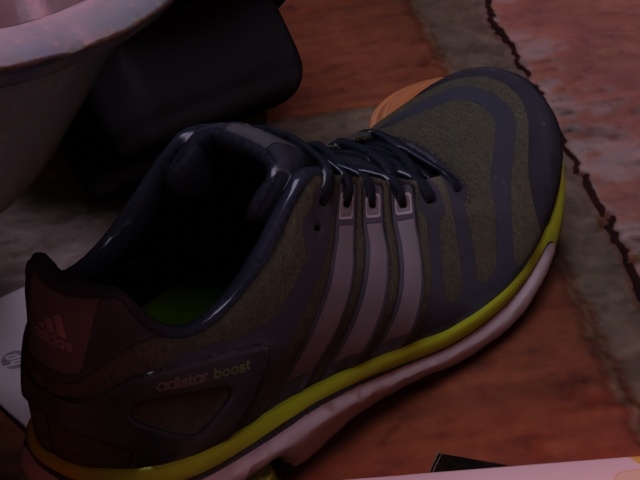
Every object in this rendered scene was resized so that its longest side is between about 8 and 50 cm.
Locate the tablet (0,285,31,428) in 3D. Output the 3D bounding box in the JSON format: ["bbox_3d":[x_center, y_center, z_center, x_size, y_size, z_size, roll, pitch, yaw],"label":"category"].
[{"bbox_3d":[-0.119,0.047,0.776,0.054,0.006,0.083,-28,42,-29],"label":"tablet"}]

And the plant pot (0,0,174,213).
[{"bbox_3d":[-0.247,-0.026,0.554,0.341,0.334,0.341,20,34,-14],"label":"plant pot"}]

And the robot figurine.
[{"bbox_3d":[-0.118,-0.163,0.866,0.209,0.278,0.173,-30,-8,26],"label":"robot figurine"}]

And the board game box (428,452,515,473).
[{"bbox_3d":[0.062,0.170,0.572,0.136,0.030,0.260,12,39,17],"label":"board game box"}]

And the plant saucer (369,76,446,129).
[{"bbox_3d":[0.064,-0.056,0.893,0.083,0.013,0.083,-3,35,2],"label":"plant saucer"}]

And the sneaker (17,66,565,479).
[{"bbox_3d":[0.000,0.000,0.730,0.111,0.121,0.300,22,43,31],"label":"sneaker"}]

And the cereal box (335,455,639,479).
[{"bbox_3d":[0.027,0.140,0.551,0.240,0.047,0.173,-5,36,-1],"label":"cereal box"}]
